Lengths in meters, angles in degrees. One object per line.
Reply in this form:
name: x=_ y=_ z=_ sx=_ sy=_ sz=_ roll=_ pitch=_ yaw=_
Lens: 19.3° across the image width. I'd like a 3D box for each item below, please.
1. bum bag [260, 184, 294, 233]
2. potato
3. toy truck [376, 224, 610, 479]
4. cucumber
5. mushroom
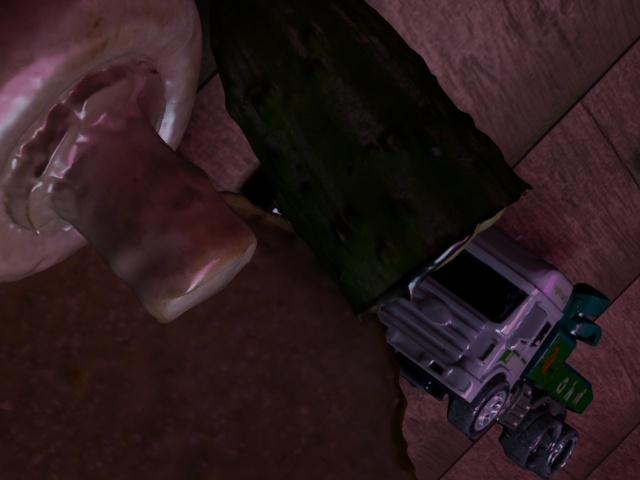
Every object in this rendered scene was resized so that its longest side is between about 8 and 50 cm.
bum bag: x=0.000 y=0.000 z=1.429 sx=0.107 sy=0.060 sz=0.232 roll=-29 pitch=151 yaw=-12
potato: x=-0.149 y=0.210 z=1.147 sx=0.442 sy=0.385 sz=0.319 roll=-39 pitch=165 yaw=-31
toy truck: x=0.158 y=0.087 z=1.700 sx=0.178 sy=0.176 sz=0.363 roll=-56 pitch=155 yaw=3
cucumber: x=0.009 y=-0.082 z=1.103 sx=0.134 sy=0.244 sz=0.134 roll=-36 pitch=175 yaw=-4
mushroom: x=-0.144 y=-0.049 z=0.981 sx=0.206 sy=0.209 sz=0.206 roll=-13 pitch=156 yaw=-6
